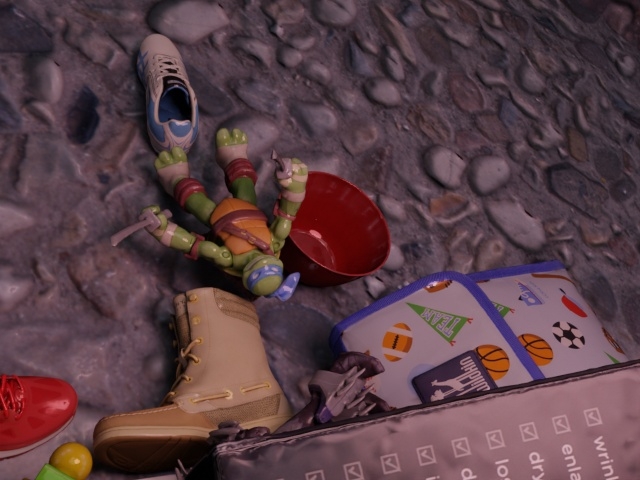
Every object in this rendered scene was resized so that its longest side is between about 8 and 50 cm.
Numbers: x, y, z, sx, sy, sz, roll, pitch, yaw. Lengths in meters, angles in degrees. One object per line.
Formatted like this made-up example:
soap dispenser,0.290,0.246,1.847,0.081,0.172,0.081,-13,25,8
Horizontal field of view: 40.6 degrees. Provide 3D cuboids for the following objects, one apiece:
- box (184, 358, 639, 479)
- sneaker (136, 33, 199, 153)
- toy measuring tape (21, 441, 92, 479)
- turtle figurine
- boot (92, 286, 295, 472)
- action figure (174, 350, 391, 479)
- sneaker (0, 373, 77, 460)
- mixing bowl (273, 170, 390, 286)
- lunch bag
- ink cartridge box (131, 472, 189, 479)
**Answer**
box,0.164,0.375,0.733,0.472,0.297,0.479,-8,73,-16
sneaker,-0.224,-0.230,1.297,0.085,0.086,0.237,6,52,-29
toy measuring tape,-0.311,0.336,0.794,0.121,0.121,0.330,32,66,-9
turtle figurine,-0.127,-0.069,1.106,0.275,0.198,0.266,35,14,-40
boot,-0.159,0.156,1.018,0.262,0.095,0.203,2,56,-38
action figure,-0.040,0.244,0.948,0.285,0.099,0.185,-42,124,-30
sneaker,-0.339,0.163,0.868,0.221,0.128,0.087,-8,61,-38
mixing bowl,0.000,0.000,1.255,0.181,0.098,0.181,19,46,-21
lunch bag,0.236,0.212,1.143,0.386,0.239,0.327,-5,49,-31
ink cartridge box,-0.138,0.329,0.951,0.179,0.045,0.145,12,47,-51
